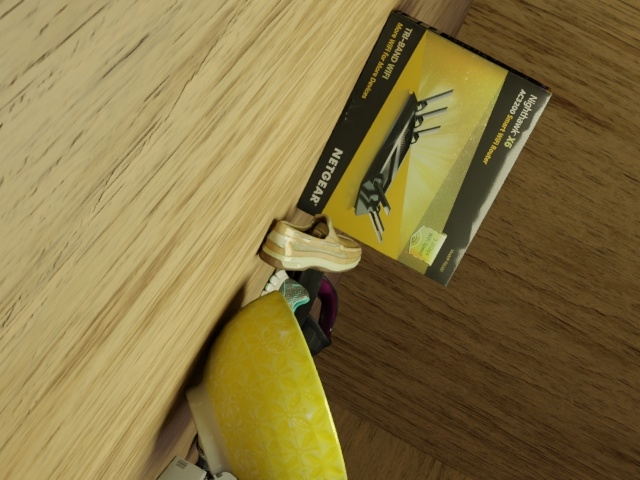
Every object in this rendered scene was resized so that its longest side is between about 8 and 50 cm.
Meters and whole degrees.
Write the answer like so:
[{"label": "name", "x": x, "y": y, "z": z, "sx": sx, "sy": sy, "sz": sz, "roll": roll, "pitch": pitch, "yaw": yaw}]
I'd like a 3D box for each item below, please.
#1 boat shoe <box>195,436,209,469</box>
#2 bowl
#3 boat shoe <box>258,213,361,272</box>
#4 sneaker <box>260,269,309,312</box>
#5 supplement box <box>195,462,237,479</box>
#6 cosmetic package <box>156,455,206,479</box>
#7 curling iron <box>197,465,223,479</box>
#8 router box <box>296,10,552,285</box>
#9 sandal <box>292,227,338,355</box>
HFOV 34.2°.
[{"label": "boat shoe", "x": -0.136, "y": 0.304, "z": 1.847, "sx": 0.254, "sy": 0.095, "sz": 0.079, "roll": -56, "pitch": 171, "yaw": -44}, {"label": "bowl", "x": -0.085, "y": 0.223, "z": 1.342, "sx": 0.156, "sy": 0.289, "sz": 0.289, "roll": -18, "pitch": 165, "yaw": -10}, {"label": "boat shoe", "x": 0.000, "y": 0.000, "z": 1.388, "sx": 0.190, "sy": 0.068, "sz": 0.072, "roll": -2, "pitch": 116, "yaw": -56}, {"label": "sneaker", "x": -0.074, "y": 0.130, "z": 1.615, "sx": 0.166, "sy": 0.076, "sz": 0.065, "roll": -61, "pitch": 175, "yaw": -8}, {"label": "supplement box", "x": -0.218, "y": 0.535, "z": 2.088, "sx": 0.194, "sy": 0.129, "sz": 0.191, "roll": -58, "pitch": 174, "yaw": -41}, {"label": "cosmetic package", "x": -0.243, "y": 0.414, "z": 1.523, "sx": 0.099, "sy": 0.060, "sz": 0.239, "roll": -62, "pitch": 175, "yaw": 16}, {"label": "curling iron", "x": -0.247, "y": 0.464, "z": 1.887, "sx": 0.068, "sy": 0.035, "sz": 0.274, "roll": -24, "pitch": -176, "yaw": 18}, {"label": "router box", "x": 0.142, "y": -0.128, "z": 1.451, "sx": 0.309, "sy": 0.243, "sz": 0.081, "roll": -64, "pitch": 175, "yaw": 17}, {"label": "sandal", "x": -0.014, "y": 0.135, "z": 1.925, "sx": 0.446, "sy": 0.107, "sz": 0.168, "roll": 110, "pitch": -6, "yaw": -59}]
